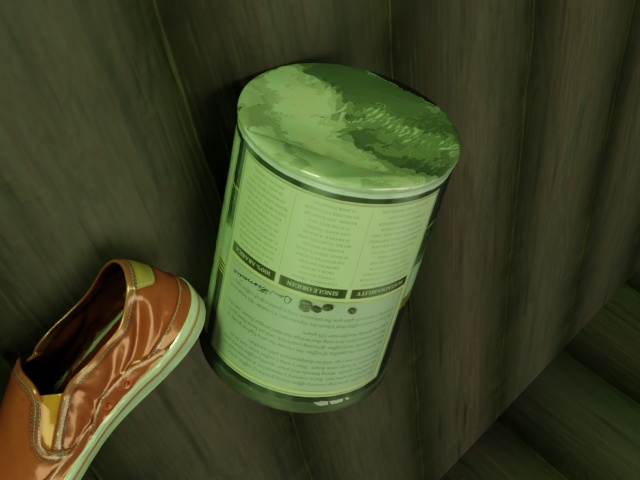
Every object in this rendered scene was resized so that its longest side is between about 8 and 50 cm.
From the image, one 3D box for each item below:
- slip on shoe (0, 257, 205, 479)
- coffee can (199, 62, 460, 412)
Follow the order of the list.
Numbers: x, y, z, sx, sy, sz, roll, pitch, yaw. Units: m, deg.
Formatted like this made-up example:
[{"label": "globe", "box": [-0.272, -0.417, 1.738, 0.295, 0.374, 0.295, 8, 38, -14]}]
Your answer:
[{"label": "slip on shoe", "box": [-0.243, 0.149, 0.858, 0.331, 0.123, 0.101, -49, 130, -4]}, {"label": "coffee can", "box": [0.000, 0.000, 0.931, 0.202, 0.201, 0.275, -26, 143, -40]}]
